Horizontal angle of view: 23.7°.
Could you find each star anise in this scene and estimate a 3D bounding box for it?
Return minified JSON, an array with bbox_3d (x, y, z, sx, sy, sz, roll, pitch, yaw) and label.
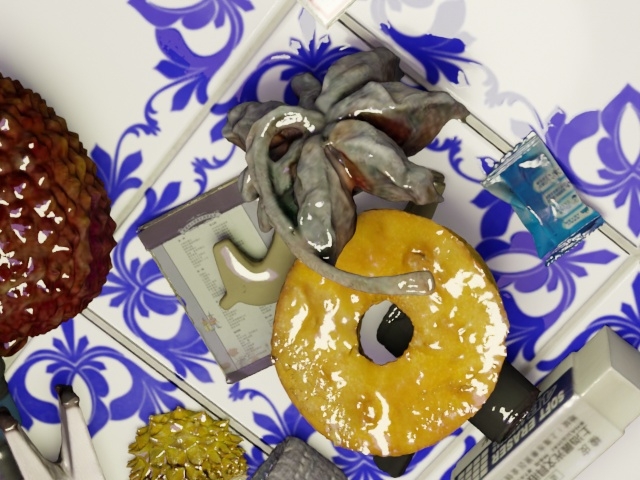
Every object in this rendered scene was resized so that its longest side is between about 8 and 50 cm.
[{"bbox_3d":[0.024,-0.099,1.634,0.359,0.316,0.139,13,152,34],"label":"star anise"}]

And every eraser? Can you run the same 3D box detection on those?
[{"bbox_3d":[0.270,0.234,1.812,0.081,0.124,0.279,40,110,-7],"label":"eraser"}]

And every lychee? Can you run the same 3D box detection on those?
[{"bbox_3d":[-0.377,-0.027,1.720,0.306,0.306,0.330,0,104,8],"label":"lychee"}]

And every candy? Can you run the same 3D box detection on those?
[{"bbox_3d":[0.253,-0.047,1.758,0.088,0.038,0.136,-39,91,16],"label":"candy"}]

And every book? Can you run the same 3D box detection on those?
[{"bbox_3d":[-0.100,0.049,1.854,0.157,0.026,0.231,-26,105,14],"label":"book"}]

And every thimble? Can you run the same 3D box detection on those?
[{"bbox_3d":[-0.041,0.323,1.880,0.098,0.150,0.150,37,111,-5],"label":"thimble"}]

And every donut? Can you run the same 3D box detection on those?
[{"bbox_3d":[0.083,0.098,1.699,0.278,0.108,0.277,2,97,20],"label":"donut"}]

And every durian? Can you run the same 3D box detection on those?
[{"bbox_3d":[-0.200,0.302,1.930,0.224,0.078,0.140,-36,103,22],"label":"durian"}]

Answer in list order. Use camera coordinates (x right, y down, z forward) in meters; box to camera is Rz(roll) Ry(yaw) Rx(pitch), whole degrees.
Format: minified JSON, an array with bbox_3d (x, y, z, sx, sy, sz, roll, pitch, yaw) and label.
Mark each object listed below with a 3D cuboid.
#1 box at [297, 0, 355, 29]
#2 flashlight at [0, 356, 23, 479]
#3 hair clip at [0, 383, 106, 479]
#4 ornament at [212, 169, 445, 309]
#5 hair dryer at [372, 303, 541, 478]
[{"bbox_3d":[-0.029,-0.420,1.631,0.210,0.095,0.330,-41,101,20],"label":"box"},{"bbox_3d":[-0.412,0.263,1.943,0.103,0.103,0.424,-14,109,13],"label":"flashlight"},{"bbox_3d":[-0.305,0.343,1.913,0.101,0.085,0.330,-24,111,-19],"label":"hair clip"},{"bbox_3d":[0.000,0.000,1.788,0.230,0.061,0.244,20,109,-6],"label":"ornament"},{"bbox_3d":[0.133,0.198,1.833,0.197,0.089,0.251,40,131,15],"label":"hair dryer"}]
